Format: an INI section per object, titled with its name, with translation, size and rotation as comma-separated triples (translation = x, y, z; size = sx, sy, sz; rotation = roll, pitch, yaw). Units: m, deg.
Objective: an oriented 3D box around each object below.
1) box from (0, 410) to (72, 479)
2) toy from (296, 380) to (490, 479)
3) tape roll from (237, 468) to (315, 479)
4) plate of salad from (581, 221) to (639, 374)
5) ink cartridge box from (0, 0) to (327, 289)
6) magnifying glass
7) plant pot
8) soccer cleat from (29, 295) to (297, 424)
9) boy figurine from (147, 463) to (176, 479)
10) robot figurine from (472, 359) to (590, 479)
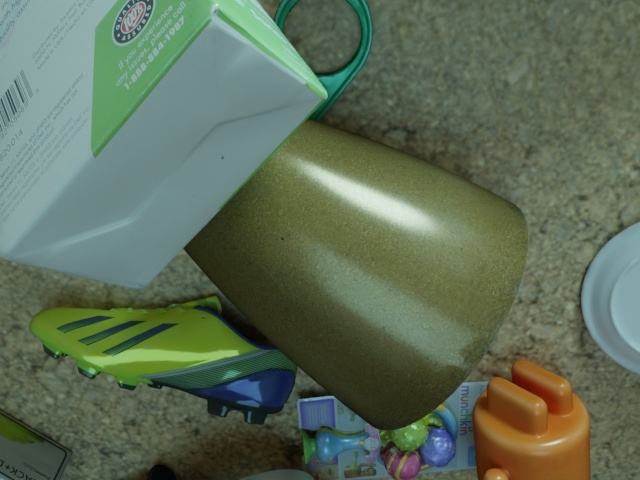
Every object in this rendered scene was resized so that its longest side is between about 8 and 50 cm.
[box]
translation = -0.464, 0.334, 0.784
size = 0.169, 0.087, 0.290
rotation = 37, 110, -16
[toy]
translation = 0.093, 0.247, 0.766
size = 0.237, 0.056, 0.136
rotation = -3, 115, 1
[tape roll]
translation = -0.076, 0.403, 0.719
size = 0.246, 0.169, 0.246
rotation = -21, 139, -19
[plate of salad]
translation = 0.387, 0.061, 0.683
size = 0.200, 0.048, 0.199
rotation = 7, 112, 17
[ink cartridge box]
translation = -0.173, -0.166, 0.479
size = 0.207, 0.353, 0.119
rotation = -43, 148, 17
[magnifying glass]
translation = -0.012, -0.131, 0.607
size = 0.092, 0.026, 0.231
rotation = 9, 117, -9
[plant pot]
translation = 0.000, 0.000, 0.553
size = 0.254, 0.237, 0.237
rotation = 31, 111, -13
[soccer cleat]
translation = -0.165, 0.110, 0.698
size = 0.289, 0.093, 0.121
rotation = 17, 83, -3
[boy figurine]
translation = -0.285, 0.400, 0.816
size = 0.285, 0.092, 0.177
rotation = -37, 112, 12
[robot figurine]
translation = 0.240, 0.248, 0.728
size = 0.128, 0.158, 0.219
rotation = -3, 116, 18
